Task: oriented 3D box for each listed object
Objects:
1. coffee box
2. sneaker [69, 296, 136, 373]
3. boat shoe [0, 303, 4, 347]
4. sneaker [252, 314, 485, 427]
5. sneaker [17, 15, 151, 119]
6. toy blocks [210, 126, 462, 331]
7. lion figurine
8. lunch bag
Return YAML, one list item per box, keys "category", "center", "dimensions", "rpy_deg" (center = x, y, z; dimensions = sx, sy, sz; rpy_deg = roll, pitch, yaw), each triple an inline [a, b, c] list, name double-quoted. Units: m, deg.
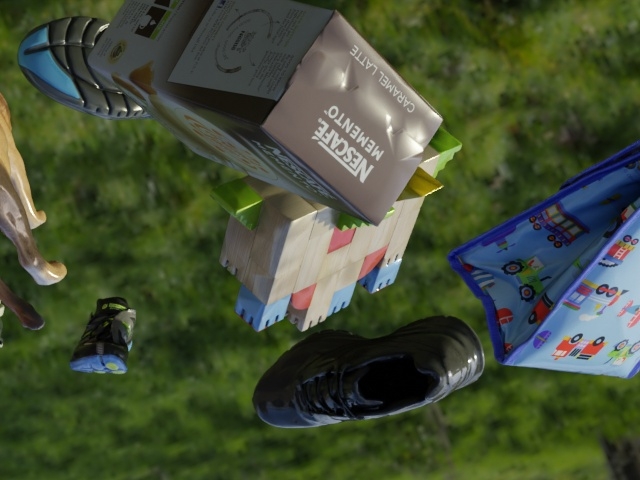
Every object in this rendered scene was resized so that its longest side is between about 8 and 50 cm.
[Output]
- category: "coffee box"
  center: [-0.047, -0.113, 1.140]
  dimensions: [0.141, 0.246, 0.098]
  rpy_deg: [39, 80, -39]
- category: "sneaker"
  center: [-0.249, 0.107, 1.747]
  dimensions: [0.067, 0.078, 0.188]
  rpy_deg: [5, -169, -2]
- category: "boat shoe"
  center: [-0.462, 0.131, 1.908]
  dimensions: [0.127, 0.113, 0.340]
  rpy_deg: [0, -177, -11]
- category: "sneaker"
  center: [0.035, 0.155, 1.695]
  dimensions: [0.286, 0.109, 0.130]
  rpy_deg: [-19, -175, 29]
- category: "sneaker"
  center: [-0.263, -0.203, 1.969]
  dimensions: [0.140, 0.125, 0.341]
  rpy_deg: [-10, 169, 42]
- category: "toy blocks"
  center: [0.000, 0.000, 2.034]
  dimensions: [0.381, 0.191, 0.261]
  rpy_deg: [-25, 145, -41]
- category: "lion figurine"
  center: [-0.357, -0.073, 1.528]
  dimensions: [0.142, 0.240, 0.392]
  rpy_deg: [-24, -154, -14]
- category: "lunch bag"
  center: [0.309, -0.005, 1.437]
  dimensions: [0.221, 0.138, 0.293]
  rpy_deg: [10, 136, -46]
